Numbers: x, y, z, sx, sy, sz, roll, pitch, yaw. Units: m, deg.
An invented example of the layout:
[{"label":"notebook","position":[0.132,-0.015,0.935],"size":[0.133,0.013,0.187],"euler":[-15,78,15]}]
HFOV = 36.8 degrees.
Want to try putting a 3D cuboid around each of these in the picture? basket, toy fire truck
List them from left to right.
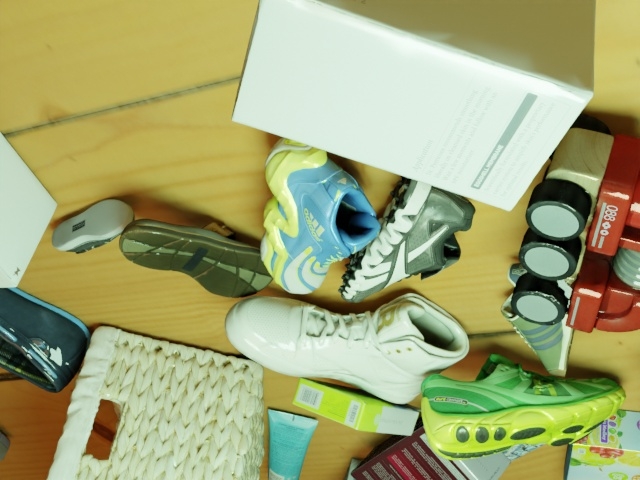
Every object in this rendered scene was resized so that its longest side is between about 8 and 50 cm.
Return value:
[{"label":"basket","position":[-0.234,0.354,1.426],"size":[0.266,0.328,0.331],"euler":[7,142,3]},{"label":"toy fire truck","position":[0.332,-0.007,0.941],"size":[0.246,0.159,0.217],"euler":[15,144,16]}]

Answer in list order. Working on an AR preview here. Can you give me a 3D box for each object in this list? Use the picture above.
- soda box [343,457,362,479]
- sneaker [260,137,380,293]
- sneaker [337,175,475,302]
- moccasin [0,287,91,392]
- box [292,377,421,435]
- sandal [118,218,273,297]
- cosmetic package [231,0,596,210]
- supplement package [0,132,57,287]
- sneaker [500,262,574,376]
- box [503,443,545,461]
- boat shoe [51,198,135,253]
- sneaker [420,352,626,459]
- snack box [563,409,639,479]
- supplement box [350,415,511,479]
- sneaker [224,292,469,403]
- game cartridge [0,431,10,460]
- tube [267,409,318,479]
[{"label":"soda box","position":[0.066,0.488,1.678],"size":[0.091,0.098,0.286],"euler":[14,143,2]},{"label":"sneaker","position":[0.000,0.000,1.044],"size":[0.126,0.091,0.240],"euler":[39,153,31]},{"label":"sneaker","position":[0.097,0.014,1.077],"size":[0.106,0.078,0.234],"euler":[23,140,-8]},{"label":"moccasin","position":[-0.499,0.112,1.366],"size":[0.341,0.117,0.138],"euler":[22,142,-9]},{"label":"box","position":[0.055,0.227,1.311],"size":[0.109,0.043,0.178],"euler":[15,176,34]},{"label":"sandal","position":[-0.143,0.011,1.158],"size":[0.219,0.060,0.090],"euler":[18,133,-34]},{"label":"cosmetic package","position":[0.074,-0.174,0.723],"size":[0.224,0.224,0.138],"euler":[19,143,-5]},{"label":"supplement package","position":[-0.471,-0.030,1.161],"size":[0.244,0.134,0.139],"euler":[-3,139,22]},{"label":"sneaker","position":[0.257,0.088,1.138],"size":[0.086,0.064,0.192],"euler":[10,143,18]},{"label":"box","position":[0.278,0.271,1.388],"size":[0.093,0.027,0.137],"euler":[25,142,-15]},{"label":"boat shoe","position":[-0.275,-0.015,1.195],"size":[0.142,0.049,0.040],"euler":[-15,153,35]},{"label":"sneaker","position":[0.259,0.193,1.207],"size":[0.295,0.124,0.109],"euler":[0,143,-25]},{"label":"snack box","position":[0.452,0.314,1.350],"size":[0.207,0.070,0.175],"euler":[6,140,12]},{"label":"supplement box","position":[0.159,0.342,1.442],"size":[0.130,0.073,0.239],"euler":[48,139,4]},{"label":"sneaker","position":[0.041,0.106,1.203],"size":[0.292,0.108,0.169],"euler":[18,142,-21]},{"label":"game cartridge","position":[-0.780,0.331,1.792],"size":[0.354,0.068,0.230],"euler":[-1,144,19]},{"label":"tube","position":[-0.054,0.343,1.578],"size":[0.080,0.052,0.207],"euler":[9,138,-1]}]
